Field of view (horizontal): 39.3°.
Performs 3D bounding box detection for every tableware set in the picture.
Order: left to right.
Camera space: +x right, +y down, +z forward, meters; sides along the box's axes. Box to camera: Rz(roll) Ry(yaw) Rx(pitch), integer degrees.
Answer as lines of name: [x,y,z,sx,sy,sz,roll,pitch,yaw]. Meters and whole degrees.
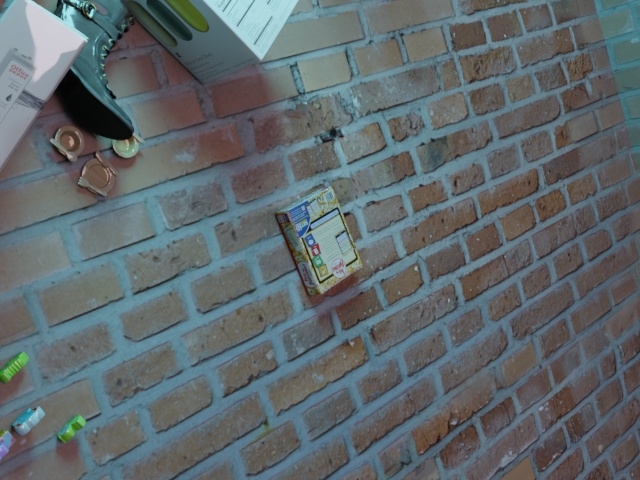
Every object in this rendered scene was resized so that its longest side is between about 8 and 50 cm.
tableware set: [-0.396,-0.173,1.599,0.141,0.020,0.168,47,57,-27]

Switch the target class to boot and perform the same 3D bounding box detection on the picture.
boot: [-0.386,-0.332,1.578,0.263,0.091,0.229,47,48,-26]

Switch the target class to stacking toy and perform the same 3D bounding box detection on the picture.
stacking toy: [-0.493,0.313,1.425,0.167,0.052,0.221,55,52,-22]

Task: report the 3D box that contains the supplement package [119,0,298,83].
supplement package: [-0.214,-0.470,1.679,0.263,0.199,0.198,43,59,-29]

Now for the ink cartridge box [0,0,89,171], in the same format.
ink cartridge box: [-0.485,-0.219,1.335,0.117,0.207,0.283,34,87,-26]

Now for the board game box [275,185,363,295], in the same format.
board game box: [0.000,0.000,1.910,0.147,0.045,0.193,-31,105,-40]
